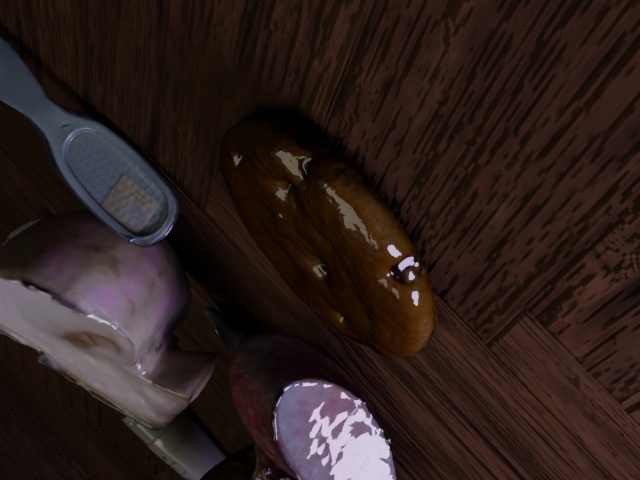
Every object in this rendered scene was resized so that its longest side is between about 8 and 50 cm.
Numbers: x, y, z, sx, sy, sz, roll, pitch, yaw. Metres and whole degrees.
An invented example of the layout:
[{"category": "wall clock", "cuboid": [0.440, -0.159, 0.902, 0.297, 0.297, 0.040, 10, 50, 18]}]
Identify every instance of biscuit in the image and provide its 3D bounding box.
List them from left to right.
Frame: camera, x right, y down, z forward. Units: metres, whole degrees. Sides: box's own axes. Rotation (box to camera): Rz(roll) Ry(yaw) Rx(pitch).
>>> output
[{"category": "biscuit", "cuboid": [0.000, 0.000, 0.876, 0.212, 0.036, 0.212, 42, 159, 21]}]

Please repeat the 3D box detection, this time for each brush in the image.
[{"category": "brush", "cuboid": [-0.224, -0.093, 1.153, 0.297, 0.068, 0.060, 43, -177, 22]}]

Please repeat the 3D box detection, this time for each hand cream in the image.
[{"category": "hand cream", "cuboid": [-0.130, 0.318, 1.681, 0.312, 0.070, 0.111, 45, 159, -11]}]

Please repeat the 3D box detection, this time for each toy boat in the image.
[{"category": "toy boat", "cuboid": [-0.033, 0.138, 1.140, 0.206, 0.096, 0.282, 47, 172, -28]}]

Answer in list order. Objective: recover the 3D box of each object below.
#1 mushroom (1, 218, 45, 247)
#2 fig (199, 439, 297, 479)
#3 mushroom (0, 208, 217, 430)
[{"category": "mushroom", "cuboid": [-0.298, 0.072, 1.528, 0.225, 0.093, 0.116, 46, 139, 24]}, {"category": "fig", "cuboid": [-0.048, 0.283, 1.300, 0.190, 0.190, 0.290, 46, 142, 10]}, {"category": "mushroom", "cuboid": [-0.186, 0.034, 1.148, 0.236, 0.173, 0.162, 29, 150, 3]}]
